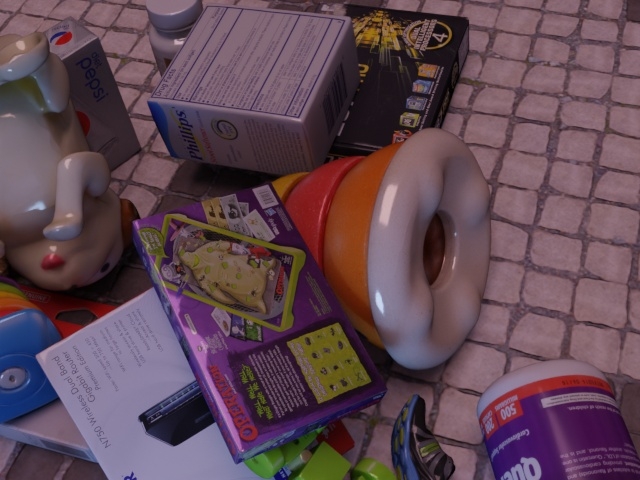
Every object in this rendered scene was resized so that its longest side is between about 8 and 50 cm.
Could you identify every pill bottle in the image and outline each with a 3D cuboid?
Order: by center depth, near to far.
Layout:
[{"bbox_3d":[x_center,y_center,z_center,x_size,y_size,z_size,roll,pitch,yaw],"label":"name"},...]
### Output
[{"bbox_3d":[0.321,0.324,1.026,0.182,0.181,0.322,-10,52,-1],"label":"pill bottle"},{"bbox_3d":[-0.263,-0.380,1.597,0.131,0.229,0.131,-3,53,4],"label":"pill bottle"}]

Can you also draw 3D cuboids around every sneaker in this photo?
[{"bbox_3d":[0.146,0.306,1.144,0.078,0.067,0.188,6,49,-15],"label":"sneaker"}]

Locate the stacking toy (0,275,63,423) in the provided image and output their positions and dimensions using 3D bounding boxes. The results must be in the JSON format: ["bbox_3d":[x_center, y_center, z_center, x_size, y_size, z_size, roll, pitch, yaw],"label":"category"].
[{"bbox_3d":[-0.496,0.118,1.234,0.166,0.175,0.302,-24,40,-19],"label":"stacking toy"}]

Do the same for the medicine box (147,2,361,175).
[{"bbox_3d":[-0.108,-0.268,1.437,0.290,0.149,0.263,10,56,18],"label":"medicine box"}]

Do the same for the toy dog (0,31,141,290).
[{"bbox_3d":[-0.468,-0.096,1.301,0.285,0.407,0.395,-26,27,-6],"label":"toy dog"}]

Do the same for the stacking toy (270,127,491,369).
[{"bbox_3d":[0.000,0.000,1.292,0.480,0.350,0.350,5,51,34],"label":"stacking toy"}]

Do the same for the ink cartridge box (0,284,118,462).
[{"bbox_3d":[-0.429,0.187,1.289,0.297,0.066,0.261,11,56,14],"label":"ink cartridge box"}]

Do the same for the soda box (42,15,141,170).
[{"bbox_3d":[-0.422,-0.255,1.484,0.098,0.286,0.091,-40,60,-22],"label":"soda box"}]

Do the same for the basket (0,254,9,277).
[{"bbox_3d":[-0.657,-0.034,1.317,0.223,0.213,0.299,39,22,30],"label":"basket"}]

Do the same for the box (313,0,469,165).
[{"bbox_3d":[0.090,-0.293,1.576,0.319,0.097,0.394,11,55,19],"label":"box"}]

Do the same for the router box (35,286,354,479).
[{"bbox_3d":[-0.168,0.223,1.125,0.301,0.082,0.335,-32,87,-17],"label":"router box"}]

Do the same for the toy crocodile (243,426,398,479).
[{"bbox_3d":[-0.012,0.296,1.054,0.340,0.105,0.115,46,53,2],"label":"toy crocodile"}]

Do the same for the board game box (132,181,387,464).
[{"bbox_3d":[-0.086,0.091,1.061,0.208,0.056,0.346,-16,61,-27],"label":"board game box"}]
